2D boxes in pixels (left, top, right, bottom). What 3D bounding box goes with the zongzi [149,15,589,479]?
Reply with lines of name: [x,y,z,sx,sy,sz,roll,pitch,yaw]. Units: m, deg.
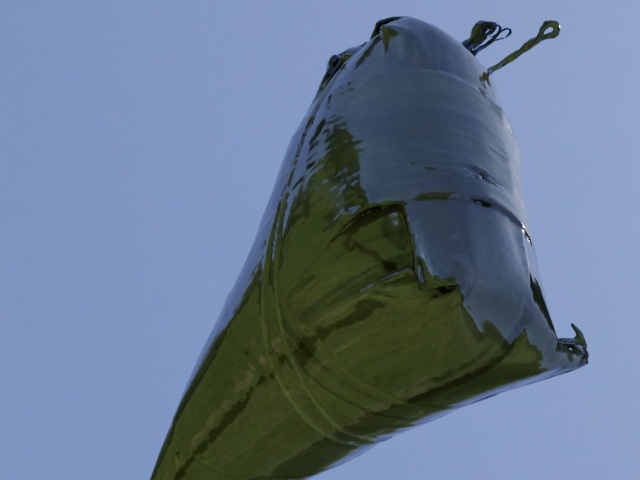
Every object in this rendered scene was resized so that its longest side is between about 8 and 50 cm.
zongzi: [0.000,0.000,1.196,0.418,0.447,0.181,-37,-60,27]
